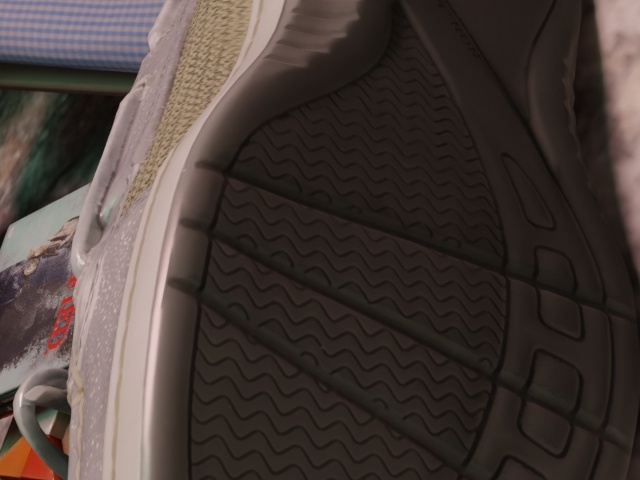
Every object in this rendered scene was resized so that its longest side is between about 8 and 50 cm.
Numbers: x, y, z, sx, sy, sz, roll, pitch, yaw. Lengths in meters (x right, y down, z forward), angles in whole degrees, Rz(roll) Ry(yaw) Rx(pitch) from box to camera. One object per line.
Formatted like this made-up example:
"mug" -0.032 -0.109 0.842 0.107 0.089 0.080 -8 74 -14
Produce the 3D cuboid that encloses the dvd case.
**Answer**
"dvd case" -0.077 0.013 0.645 0.119 0.013 0.087 -22 42 41

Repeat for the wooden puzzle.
"wooden puzzle" -0.088 0.057 0.644 0.078 0.014 0.116 -18 50 52

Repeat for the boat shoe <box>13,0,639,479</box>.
"boat shoe" -0.002 -0.002 0.463 0.103 0.118 0.320 -45 28 38

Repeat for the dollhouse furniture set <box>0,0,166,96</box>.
"dollhouse furniture set" -0.088 -0.178 0.611 0.286 0.198 0.303 9 84 41
